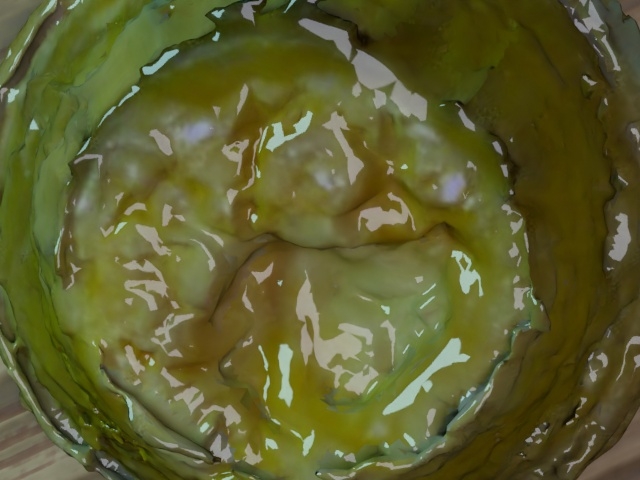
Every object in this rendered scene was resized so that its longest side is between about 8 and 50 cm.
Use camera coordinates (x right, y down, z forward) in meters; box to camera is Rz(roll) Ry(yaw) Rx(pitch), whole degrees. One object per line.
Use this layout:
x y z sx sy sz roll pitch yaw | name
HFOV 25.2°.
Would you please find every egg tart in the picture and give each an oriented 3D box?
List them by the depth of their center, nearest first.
0.000 0.000 0.562 0.315 0.120 0.315 1 101 6 | egg tart
